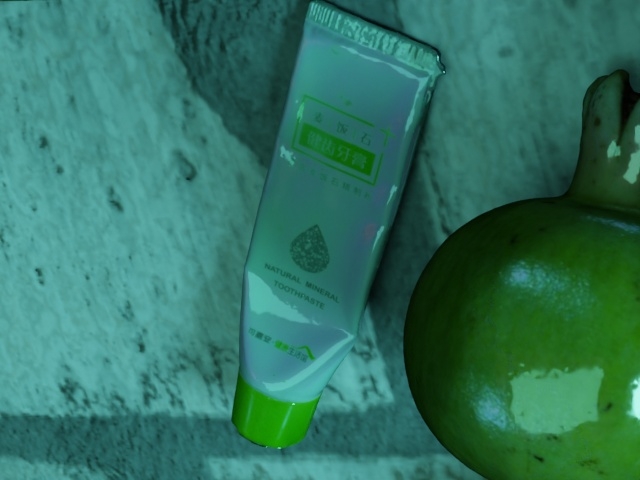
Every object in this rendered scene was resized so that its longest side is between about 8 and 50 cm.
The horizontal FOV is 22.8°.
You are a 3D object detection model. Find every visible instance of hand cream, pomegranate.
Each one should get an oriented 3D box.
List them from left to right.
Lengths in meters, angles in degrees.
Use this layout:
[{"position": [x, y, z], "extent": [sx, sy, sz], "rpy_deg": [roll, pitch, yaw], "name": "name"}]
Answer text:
[{"position": [0.001, 0.000, 0.923], "extent": [0.079, 0.050, 0.275], "rpy_deg": [12, 120, -5], "name": "hand cream"}, {"position": [0.129, 0.033, 0.769], "extent": [0.179, 0.179, 0.210], "rpy_deg": [3, 114, 31], "name": "pomegranate"}]
